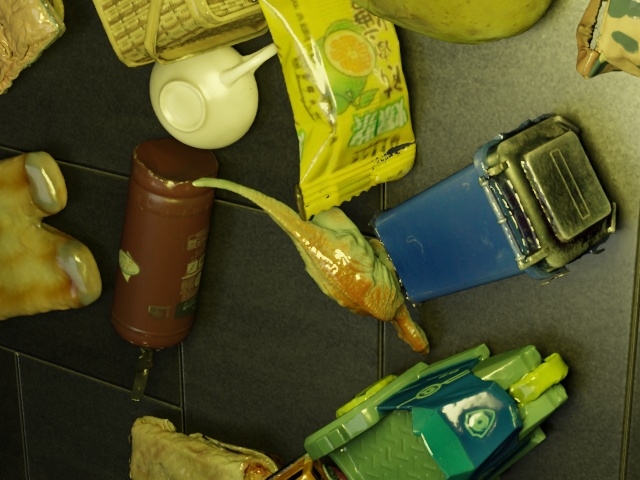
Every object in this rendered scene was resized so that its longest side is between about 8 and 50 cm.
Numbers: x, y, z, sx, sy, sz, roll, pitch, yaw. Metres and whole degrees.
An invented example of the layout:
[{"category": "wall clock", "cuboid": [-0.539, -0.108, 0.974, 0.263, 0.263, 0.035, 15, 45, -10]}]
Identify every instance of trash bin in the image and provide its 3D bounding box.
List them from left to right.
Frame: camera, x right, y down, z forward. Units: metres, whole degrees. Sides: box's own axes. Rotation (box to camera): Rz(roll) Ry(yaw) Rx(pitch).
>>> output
[{"category": "trash bin", "cuboid": [0.179, -0.021, 1.633, 0.234, 0.184, 0.162, -24, 92, 46]}]

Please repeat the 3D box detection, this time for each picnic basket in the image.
[{"category": "picnic basket", "cuboid": [-0.152, -0.375, 1.699, 0.175, 0.228, 0.313, -19, 95, 43]}]

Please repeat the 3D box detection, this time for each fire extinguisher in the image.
[{"category": "fire extinguisher", "cuboid": [-0.215, 0.041, 1.976, 0.114, 0.135, 0.337, 12, 120, 1]}]

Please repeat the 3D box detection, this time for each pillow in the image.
[{"category": "pillow", "cuboid": [-0.430, -0.290, 2.039, 0.232, 0.043, 0.126, -30, 86, 53]}]

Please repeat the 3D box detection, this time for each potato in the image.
[{"category": "potato", "cuboid": [0.112, -0.298, 1.563, 0.271, 0.111, 0.160, 24, 100, 13]}]

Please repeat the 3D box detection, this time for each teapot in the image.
[{"category": "teapot", "cuboid": [-0.141, -0.185, 1.857, 0.226, 0.092, 0.145, -24, 104, 36]}]

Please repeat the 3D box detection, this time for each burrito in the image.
[{"category": "burrito", "cuboid": [-0.130, 0.350, 2.062, 0.347, 0.107, 0.175, 15, 130, 34]}]

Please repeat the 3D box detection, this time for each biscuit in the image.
[{"category": "biscuit", "cuboid": [-0.449, -0.001, 2.177, 0.290, 0.062, 0.237, -13, 101, 39]}]

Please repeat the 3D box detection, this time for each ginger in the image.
[{"category": "ginger", "cuboid": [-0.362, -0.310, 2.008, 0.048, 0.030, 0.097, 49, 137, 27]}]

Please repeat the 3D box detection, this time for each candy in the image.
[{"category": "candy", "cuboid": [0.018, -0.190, 1.677, 0.081, 0.187, 0.297, 11, 118, 54]}]

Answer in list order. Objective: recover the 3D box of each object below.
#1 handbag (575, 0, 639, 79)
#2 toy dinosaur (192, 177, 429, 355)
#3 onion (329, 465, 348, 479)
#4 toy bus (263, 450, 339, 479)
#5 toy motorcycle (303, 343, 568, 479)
[{"category": "handbag", "cuboid": [0.343, -0.254, 1.398, 0.190, 0.193, 0.251, 15, 117, 27]}, {"category": "toy dinosaur", "cuboid": [0.000, 0.000, 1.743, 0.092, 0.393, 0.205, -38, 48, 11]}, {"category": "onion", "cuboid": [0.003, 0.349, 1.957, 0.115, 0.104, 0.115, 22, 139, 20]}, {"category": "toy bus", "cuboid": [0.011, 0.373, 1.860, 0.098, 0.114, 0.201, -35, 96, 8]}, {"category": "toy motorcycle", "cuboid": [0.138, 0.234, 1.750, 0.326, 0.200, 0.191, -38, 84, 42]}]
